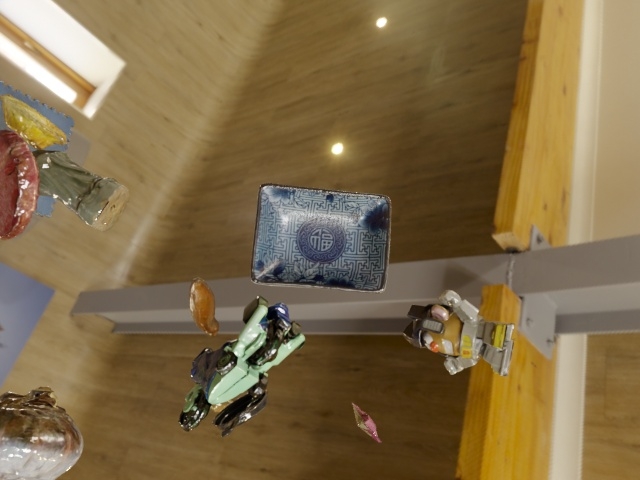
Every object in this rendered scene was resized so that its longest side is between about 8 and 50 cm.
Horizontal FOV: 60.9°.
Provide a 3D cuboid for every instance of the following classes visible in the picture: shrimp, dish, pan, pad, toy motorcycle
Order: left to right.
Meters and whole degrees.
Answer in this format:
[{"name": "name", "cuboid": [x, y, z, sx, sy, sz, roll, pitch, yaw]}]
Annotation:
[{"name": "shrimp", "cuboid": [-0.397, 0.245, 0.665, 0.343, 0.145, 0.116, -21, -108, 48]}, {"name": "pad", "cuboid": [-0.676, -0.210, 1.175, 0.012, 0.269, 0.269, -11, -116, 33]}, {"name": "toy motorcycle", "cuboid": [-0.184, 0.259, 1.161, 0.331, 0.125, 0.196, -44, -159, 16]}, {"name": "pan", "cuboid": [-0.173, 0.371, 1.140, 0.136, 0.028, 0.235, -28, 180, 2]}, {"name": "dish", "cuboid": [0.000, 0.000, 0.997, 0.080, 0.244, 0.181, 135, -40, -81]}]

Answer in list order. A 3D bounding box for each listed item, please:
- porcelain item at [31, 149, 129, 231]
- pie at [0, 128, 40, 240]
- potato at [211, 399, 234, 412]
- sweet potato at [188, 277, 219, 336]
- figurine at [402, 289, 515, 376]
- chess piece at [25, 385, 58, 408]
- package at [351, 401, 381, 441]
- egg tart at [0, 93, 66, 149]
[{"name": "porcelain item", "cuboid": [-0.406, -0.100, 0.838, 0.081, 0.216, 0.069, -60, 176, -9]}, {"name": "pie", "cuboid": [-0.425, -0.073, 0.726, 0.155, 0.036, 0.154, 4, -82, 32]}, {"name": "potato", "cuboid": [-0.311, 0.524, 1.735, 0.051, 0.083, 0.040, -66, -151, 10]}, {"name": "sweet potato", "cuboid": [-0.252, 0.152, 1.174, 0.264, 0.058, 0.057, 99, 2, -55]}, {"name": "figurine", "cuboid": [0.375, 0.256, 1.479, 0.309, 0.308, 0.143, -15, -172, 41]}, {"name": "chess piece", "cuboid": [-0.529, 0.351, 1.063, 0.066, 0.122, 0.066, -12, -152, 6]}, {"name": "package", "cuboid": [0.090, 0.366, 1.097, 0.029, 0.059, 0.083, -39, -156, -1]}, {"name": "egg tart", "cuboid": [-0.505, -0.198, 0.942, 0.129, 0.129, 0.049, 12, -114, 53]}]
